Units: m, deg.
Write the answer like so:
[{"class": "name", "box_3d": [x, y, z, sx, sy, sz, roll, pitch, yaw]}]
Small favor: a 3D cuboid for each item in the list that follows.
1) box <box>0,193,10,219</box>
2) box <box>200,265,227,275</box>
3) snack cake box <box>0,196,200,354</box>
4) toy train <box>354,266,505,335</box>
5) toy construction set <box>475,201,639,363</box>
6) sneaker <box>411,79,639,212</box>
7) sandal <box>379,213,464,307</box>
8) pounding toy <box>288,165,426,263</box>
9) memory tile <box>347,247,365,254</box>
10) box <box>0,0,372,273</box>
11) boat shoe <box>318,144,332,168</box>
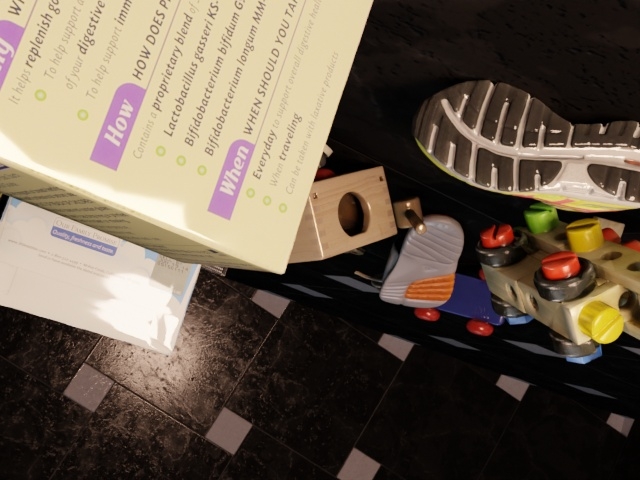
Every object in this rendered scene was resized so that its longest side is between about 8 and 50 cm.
[{"class": "box", "box_3d": [-0.247, -0.123, 0.645, 0.060, 0.216, 0.270, 21, 169, -17]}, {"class": "box", "box_3d": [-0.141, -0.081, 0.780, 0.045, 0.184, 0.191, 6, 164, 46]}, {"class": "snack cake box", "box_3d": [-0.211, 0.031, 0.722, 0.152, 0.089, 0.264, 20, 171, -18]}, {"class": "toy train", "box_3d": [0.195, 0.076, 1.333, 0.248, 0.105, 0.143, 14, -177, 23]}, {"class": "toy construction set", "box_3d": [0.270, 0.021, 0.710, 0.215, 0.151, 0.328, -24, -175, -10]}, {"class": "sneaker", "box_3d": [0.171, -0.061, 0.635, 0.208, 0.081, 0.094, 17, 172, 6]}, {"class": "sandal", "box_3d": [0.153, 0.018, 1.158, 0.102, 0.076, 0.265, 10, 149, -2]}, {"class": "pounding toy", "box_3d": [0.038, -0.043, 0.931, 0.206, 0.094, 0.181, -18, -173, -43]}, {"class": "memory tile", "box_3d": [0.000, 0.000, 1.480, 0.113, 0.012, 0.148, 26, 168, -38]}, {"class": "box", "box_3d": [-0.109, -0.124, 0.395, 0.243, 0.213, 0.117, 24, 168, -33]}, {"class": "boat shoe", "box_3d": [-0.083, -0.094, 0.925, 0.233, 0.079, 0.084, 8, 164, 40]}]
